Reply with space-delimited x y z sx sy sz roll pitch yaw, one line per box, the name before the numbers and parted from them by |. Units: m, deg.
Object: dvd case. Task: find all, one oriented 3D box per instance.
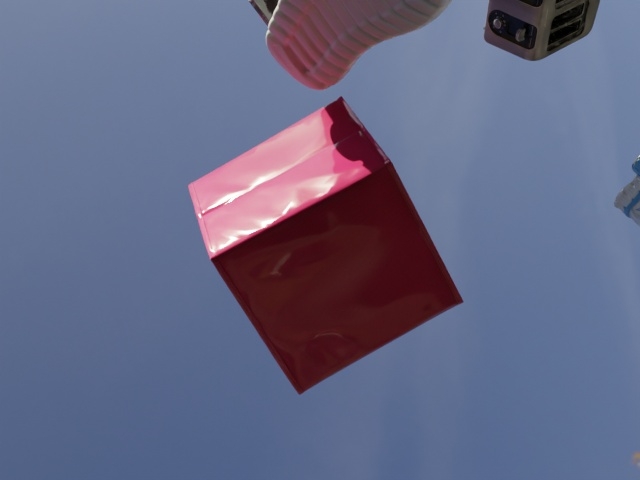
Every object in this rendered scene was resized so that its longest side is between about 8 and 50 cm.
dvd case | -0.046 -0.333 1.588 0.119 0.013 0.087 53 -129 -20

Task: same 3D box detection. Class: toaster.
toaster | 0.359 -0.394 1.687 0.186 0.168 0.110 -29 -129 -30

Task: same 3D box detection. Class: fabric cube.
fabric cube | 0.000 0.000 1.469 0.254 0.258 0.259 59 -178 -29

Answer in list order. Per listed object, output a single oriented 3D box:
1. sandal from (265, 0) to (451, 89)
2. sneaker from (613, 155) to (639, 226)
sandal | 0.048 -0.320 1.317 0.169 0.416 0.102 43 -118 -13
sneaker | 0.339 -0.047 1.009 0.071 0.190 0.083 -31 -109 -3
